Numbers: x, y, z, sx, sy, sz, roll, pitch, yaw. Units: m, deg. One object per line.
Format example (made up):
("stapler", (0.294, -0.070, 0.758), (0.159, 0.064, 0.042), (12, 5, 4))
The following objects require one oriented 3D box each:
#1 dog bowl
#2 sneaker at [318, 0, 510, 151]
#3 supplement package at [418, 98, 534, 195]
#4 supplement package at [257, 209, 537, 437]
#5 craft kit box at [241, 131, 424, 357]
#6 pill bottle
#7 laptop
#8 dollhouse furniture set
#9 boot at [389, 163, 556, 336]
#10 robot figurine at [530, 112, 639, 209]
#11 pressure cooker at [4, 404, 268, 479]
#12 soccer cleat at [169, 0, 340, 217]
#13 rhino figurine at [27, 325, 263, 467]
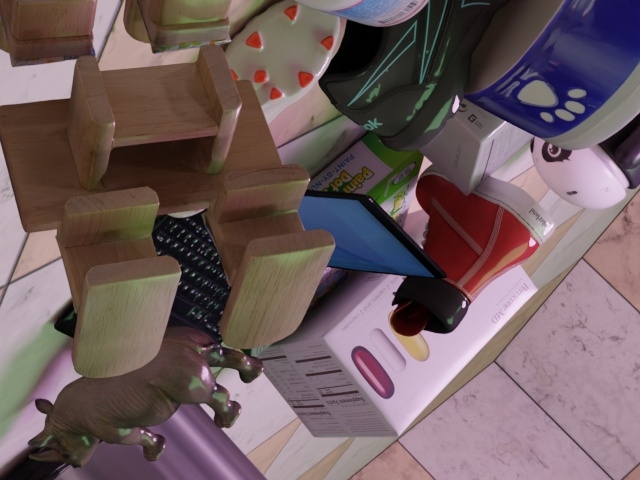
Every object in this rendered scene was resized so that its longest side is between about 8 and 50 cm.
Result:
("dog bowl", (0.211, -0.212, 1.112), (0.265, 0.104, 0.265), (-58, -163, 30))
("sneaker", (0.092, -0.202, 1.072), (0.267, 0.106, 0.101), (-64, -151, 2))
("supplement package", (0.185, -0.185, 1.324), (0.244, 0.134, 0.139), (-41, 166, -14))
("supplement package", (0.083, 0.094, 1.638), (0.262, 0.145, 0.204), (-43, -167, -26))
("craft kit box", (0.000, 0.000, 1.505), (0.246, 0.061, 0.250), (-43, 167, -17))
("pill bottle", (0.017, -0.192, 0.920), (0.087, 0.087, 0.160), (-49, 166, 16))
("laptop", (-0.053, 0.052, 1.227), (0.264, 0.136, 0.234), (-45, 152, 2))
("dollhouse furniture set", (-0.143, -0.025, 0.714), (0.242, 0.212, 0.161), (-9, 150, -21))
("boot", (0.114, 0.011, 1.406), (0.176, 0.088, 0.244), (-46, -161, -4))
("robot figurine", (0.426, -0.174, 1.983), (0.278, 0.173, 0.209), (-45, 161, 1))
("pressure cooker", (-0.153, 0.407, 1.475), (0.375, 0.420, 0.370), (-41, 166, -14))
("soccer cleat", (-0.061, -0.103, 1.029), (0.196, 0.068, 0.076), (-52, -165, 3))
("rhino figurine", (-0.175, 0.148, 1.247), (0.243, 0.073, 0.106), (-28, 134, 27))
